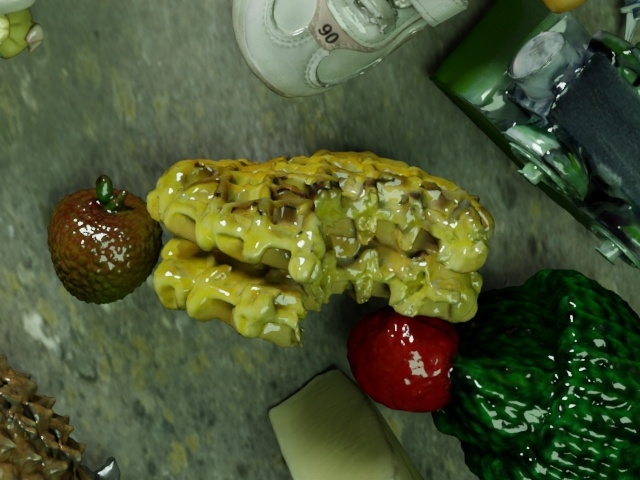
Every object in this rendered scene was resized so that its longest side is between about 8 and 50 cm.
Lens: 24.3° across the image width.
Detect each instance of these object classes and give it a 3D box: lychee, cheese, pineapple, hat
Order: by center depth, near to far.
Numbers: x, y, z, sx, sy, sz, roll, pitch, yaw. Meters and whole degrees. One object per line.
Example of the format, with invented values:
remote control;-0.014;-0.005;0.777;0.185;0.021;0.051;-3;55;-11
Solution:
lychee;-0.213;0.001;1.458;0.114;0.114;0.146;3;130;-21
pineapple;-0.297;0.262;1.495;0.223;0.223;0.357;-47;127;3
hat;0.191;0.135;1.582;0.332;0.274;0.242;22;107;-18
cheese;0.070;0.305;1.612;0.124;0.242;0.265;-30;119;5

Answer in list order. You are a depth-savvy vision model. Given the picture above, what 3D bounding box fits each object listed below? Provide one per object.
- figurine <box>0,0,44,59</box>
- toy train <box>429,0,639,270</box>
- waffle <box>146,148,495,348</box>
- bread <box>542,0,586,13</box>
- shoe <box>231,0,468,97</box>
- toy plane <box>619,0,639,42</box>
figurine;-0.293;-0.240;1.322;0.235;0.127;0.155;-19;98;-15
toy train;0.273;-0.108;1.510;0.307;0.249;0.173;40;91;-29
waffle;0.000;0.000;1.437;0.324;0.261;0.151;-3;112;-41
bread;0.203;-0.305;1.289;0.116;0.077;0.200;-33;118;0
shoe;0.068;-0.274;1.395;0.172;0.198;0.351;37;94;-28
toy plane;0.421;-0.275;1.605;0.226;0.058;0.226;-19;114;-15
